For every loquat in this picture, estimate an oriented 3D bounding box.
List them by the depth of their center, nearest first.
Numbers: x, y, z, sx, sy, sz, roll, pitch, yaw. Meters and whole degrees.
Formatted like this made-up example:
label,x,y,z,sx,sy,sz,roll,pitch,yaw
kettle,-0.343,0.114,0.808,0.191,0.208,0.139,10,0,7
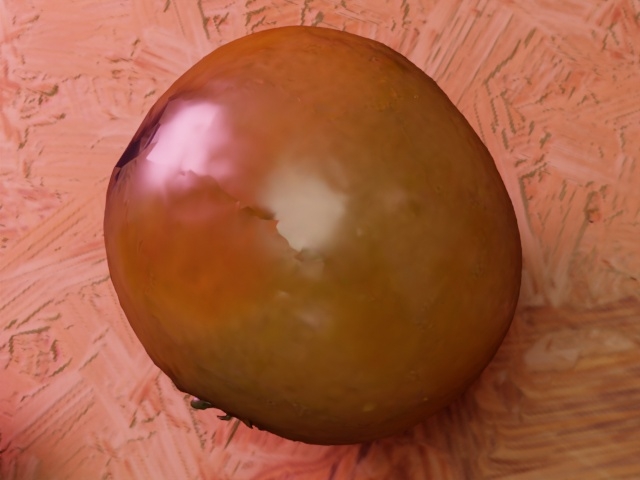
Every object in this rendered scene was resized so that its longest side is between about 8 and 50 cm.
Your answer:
label,x,y,z,sx,sy,sz,roll,pitch,yaw
loquat,0.000,0.000,1.138,0.263,0.263,0.263,-5,68,12
